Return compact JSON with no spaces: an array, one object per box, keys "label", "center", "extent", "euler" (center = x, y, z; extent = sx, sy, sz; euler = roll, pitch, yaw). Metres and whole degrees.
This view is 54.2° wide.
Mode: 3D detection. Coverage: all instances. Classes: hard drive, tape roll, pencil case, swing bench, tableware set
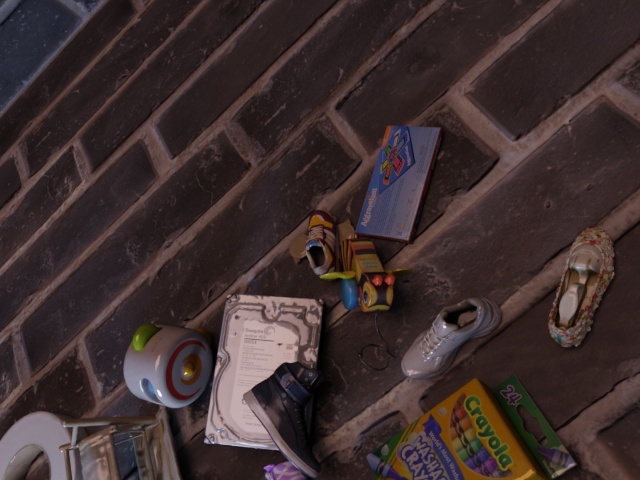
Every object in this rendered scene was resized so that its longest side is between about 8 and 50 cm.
[{"label":"hard drive","center":[-0.119,0.293,1.406],"extent":[0.237,0.064,0.338],"euler":[4,70,10]},{"label":"tape roll","center":[-0.780,0.671,1.717],"extent":[0.392,0.072,0.391],"euler":[-13,64,28]},{"label":"pencil case","center":[-0.051,0.554,1.288],"extent":[0.086,0.088,0.206],"euler":[-38,56,16]},{"label":"swing bench","center":[-0.470,0.551,1.487],"extent":[0.165,0.255,0.253],"euler":[-62,40,44]},{"label":"tableware set","center":[0.004,0.002,1.524],"extent":[0.168,0.020,0.141],"euler":[-50,55,4]}]

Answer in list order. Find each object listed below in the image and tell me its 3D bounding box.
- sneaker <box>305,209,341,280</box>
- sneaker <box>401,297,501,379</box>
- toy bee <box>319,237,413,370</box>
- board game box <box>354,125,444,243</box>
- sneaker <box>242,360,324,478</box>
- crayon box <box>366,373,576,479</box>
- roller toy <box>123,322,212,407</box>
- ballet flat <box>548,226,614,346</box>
[{"label":"sneaker","center":[0.000,0.000,1.462],"extent":[0.070,0.084,0.185],"euler":[-24,61,20]},{"label":"sneaker","center":[0.240,0.184,1.237],"extent":[0.232,0.115,0.090],"euler":[-44,54,10]},{"label":"toy bee","center":[0.118,0.092,1.326],"extent":[0.195,0.162,0.298],"euler":[-20,59,-28]},{"label":"board game box","center":[0.184,-0.135,1.460],"extent":[0.145,0.027,0.281],"euler":[10,76,34]},{"label":"sneaker","center":[-0.034,0.355,1.289],"extent":[0.163,0.086,0.226],"euler":[-39,70,-5]},{"label":"crayon box","center":[0.260,0.399,1.135],"extent":[0.323,0.083,0.203],"euler":[-40,43,12]},{"label":"roller toy","center":[-0.362,0.304,1.527],"extent":[0.146,0.209,0.191],"euler":[4,84,33]},{"label":"ballet flat","center":[0.481,0.079,1.151],"extent":[0.091,0.077,0.240],"euler":[10,76,36]}]
